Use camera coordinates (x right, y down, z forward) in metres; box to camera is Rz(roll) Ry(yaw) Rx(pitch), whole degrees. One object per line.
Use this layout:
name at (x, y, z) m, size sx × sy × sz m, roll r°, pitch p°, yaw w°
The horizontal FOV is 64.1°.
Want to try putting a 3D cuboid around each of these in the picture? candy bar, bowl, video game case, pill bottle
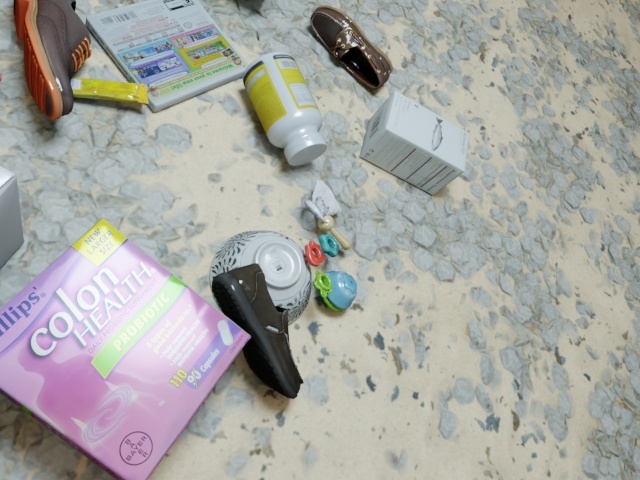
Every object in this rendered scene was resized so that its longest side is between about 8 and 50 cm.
candy bar at (-0.353, -0.235, 0.796) m, size 0.162 × 0.018 × 0.040 m, roll -1°, pitch 65°, yaw -17°
bowl at (-0.076, 0.047, 0.783) m, size 0.170 × 0.080 × 0.170 m, roll 11°, pitch 63°, yaw -23°
video game case at (-0.260, -0.340, 0.900) m, size 0.212 × 0.023 × 0.193 m, roll -36°, pitch 87°, yaw -35°
pill bottle at (-0.059, -0.229, 0.903) m, size 0.103 × 0.103 × 0.184 m, roll -17°, pitch 76°, yaw -31°

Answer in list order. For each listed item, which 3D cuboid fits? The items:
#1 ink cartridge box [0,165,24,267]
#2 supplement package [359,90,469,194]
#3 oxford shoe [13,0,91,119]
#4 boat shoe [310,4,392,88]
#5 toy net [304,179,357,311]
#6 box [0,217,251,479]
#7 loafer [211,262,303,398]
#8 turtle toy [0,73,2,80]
ink cartridge box at (-0.500, -0.029, 0.534) m, size 0.270 × 0.198 × 0.197 m, roll 32°, pitch 57°, yaw -11°
supplement package at (0.186, -0.188, 1.005) m, size 0.179 × 0.105 × 0.105 m, roll 24°, pitch 59°, yaw -15°
oxford shoe at (-0.384, -0.287, 0.753) m, size 0.098 × 0.097 × 0.271 m, roll -5°, pitch 60°, yaw -34°
boat shoe at (0.060, -0.398, 1.057) m, size 0.207 × 0.073 × 0.073 m, roll 37°, pitch 55°, yaw -7°
toy net at (0.000, 0.000, 0.850) m, size 0.122 × 0.045 × 0.232 m, roll 17°, pitch 51°, yaw -44°
box at (-0.253, 0.138, 0.631) m, size 0.243 × 0.117 × 0.213 m, roll 40°, pitch 56°, yaw -5°
loafer at (-0.068, 0.126, 0.708) m, size 0.078 × 0.080 × 0.220 m, roll -37°, pitch 119°, yaw -31°
turtle toy at (-0.488, -0.232, 0.710) m, size 0.095 × 0.066 × 0.130 m, roll -5°, pitch 66°, yaw -3°
